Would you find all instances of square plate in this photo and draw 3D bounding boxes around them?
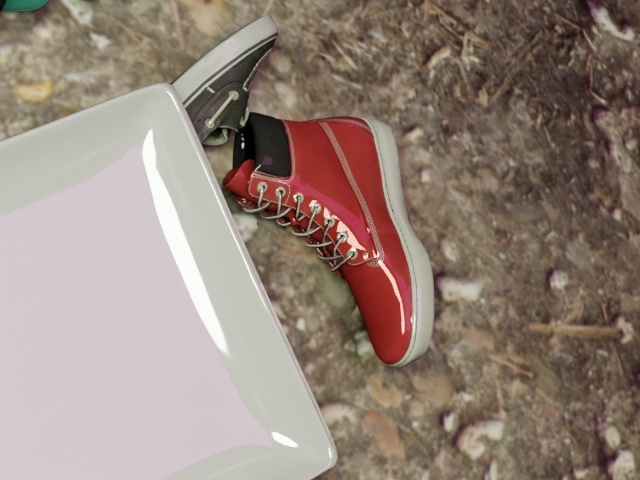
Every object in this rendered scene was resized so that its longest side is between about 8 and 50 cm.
[{"bbox_3d":[-0.199,0.088,1.088,0.347,0.049,0.344,-24,89,-27],"label":"square plate"}]

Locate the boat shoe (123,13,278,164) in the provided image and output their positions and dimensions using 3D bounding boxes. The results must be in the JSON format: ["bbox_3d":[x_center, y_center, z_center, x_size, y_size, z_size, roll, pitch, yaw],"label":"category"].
[{"bbox_3d":[-0.103,-0.115,1.243,0.070,0.078,0.219,50,61,-10],"label":"boat shoe"}]

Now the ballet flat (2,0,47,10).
[{"bbox_3d":[-0.320,-0.242,1.137,0.221,0.077,0.079,5,52,-34],"label":"ballet flat"}]

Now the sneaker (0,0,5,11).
[{"bbox_3d":[-0.314,-0.161,1.092,0.083,0.071,0.191,39,73,-3],"label":"sneaker"}]

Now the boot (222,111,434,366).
[{"bbox_3d":[0.000,0.000,1.268,0.176,0.088,0.244,0,66,-35],"label":"boot"}]
